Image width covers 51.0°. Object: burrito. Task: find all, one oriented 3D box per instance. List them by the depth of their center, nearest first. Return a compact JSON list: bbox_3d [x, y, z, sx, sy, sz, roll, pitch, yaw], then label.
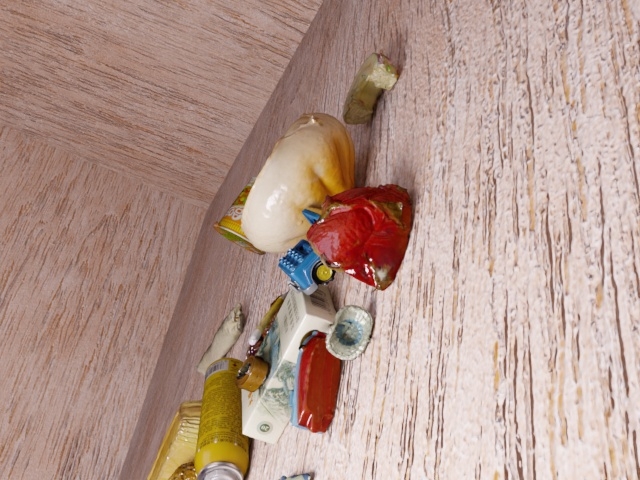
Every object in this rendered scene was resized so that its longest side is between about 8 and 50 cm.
[{"bbox_3d":[-0.272,0.282,1.848,0.275,0.059,0.082,-56,12,34],"label":"burrito"}]

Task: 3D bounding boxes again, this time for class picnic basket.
[{"bbox_3d":[0.045,0.135,0.985,0.083,0.065,0.083,-64,-7,-6],"label":"picnic basket"}]

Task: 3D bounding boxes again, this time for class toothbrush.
[{"bbox_3d":[-0.088,0.127,1.321,0.021,0.024,0.288,-61,-4,26],"label":"toothbrush"}]

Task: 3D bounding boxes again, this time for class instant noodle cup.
[{"bbox_3d":[-0.194,-0.078,1.940,0.185,0.168,0.168,-62,14,-13],"label":"instant noodle cup"}]

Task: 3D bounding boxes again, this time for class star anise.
[{"bbox_3d":[-0.095,0.188,1.389,0.168,0.057,0.168,-50,18,23],"label":"star anise"}]

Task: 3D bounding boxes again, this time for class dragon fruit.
[{"bbox_3d":[0.070,-0.022,1.012,0.161,0.120,0.127,-61,21,4],"label":"dragon fruit"}]

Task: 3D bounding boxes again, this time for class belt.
[{"bbox_3d":[-0.121,0.232,1.177,0.083,0.036,0.059,-40,29,54],"label":"belt"}]

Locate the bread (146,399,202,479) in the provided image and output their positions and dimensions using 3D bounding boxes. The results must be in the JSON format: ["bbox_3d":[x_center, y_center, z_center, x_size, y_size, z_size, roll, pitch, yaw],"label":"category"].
[{"bbox_3d":[-0.320,0.512,1.560,0.288,0.119,0.152,-65,18,11],"label":"bread"}]

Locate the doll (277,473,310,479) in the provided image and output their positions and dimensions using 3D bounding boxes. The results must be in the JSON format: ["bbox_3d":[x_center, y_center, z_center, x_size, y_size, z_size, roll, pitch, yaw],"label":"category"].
[{"bbox_3d":[-0.043,0.367,0.999,0.125,0.027,0.037,-45,19,55],"label":"doll"}]

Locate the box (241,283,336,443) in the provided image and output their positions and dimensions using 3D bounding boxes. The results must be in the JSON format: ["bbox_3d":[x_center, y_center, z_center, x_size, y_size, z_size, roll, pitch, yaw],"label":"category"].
[{"bbox_3d":[-0.061,0.210,1.208,0.257,0.069,0.164,-63,16,15],"label":"box"}]

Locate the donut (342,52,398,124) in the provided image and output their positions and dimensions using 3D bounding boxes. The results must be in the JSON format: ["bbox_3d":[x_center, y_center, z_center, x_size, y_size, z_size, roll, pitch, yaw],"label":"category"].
[{"bbox_3d":[0.107,-0.325,1.417,0.166,0.065,0.108,-55,19,41],"label":"donut"}]

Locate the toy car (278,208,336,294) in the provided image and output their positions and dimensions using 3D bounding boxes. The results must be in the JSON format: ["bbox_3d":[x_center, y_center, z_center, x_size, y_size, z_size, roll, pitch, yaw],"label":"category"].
[{"bbox_3d":[0.000,0.000,1.162,0.191,0.100,0.097,-46,21,-6],"label":"toy car"}]

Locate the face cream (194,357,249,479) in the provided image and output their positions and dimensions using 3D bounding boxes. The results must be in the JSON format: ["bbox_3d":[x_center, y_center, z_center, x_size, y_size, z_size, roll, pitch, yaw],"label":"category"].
[{"bbox_3d":[-0.193,0.380,1.349,0.105,0.105,0.349,-61,17,21],"label":"face cream"}]

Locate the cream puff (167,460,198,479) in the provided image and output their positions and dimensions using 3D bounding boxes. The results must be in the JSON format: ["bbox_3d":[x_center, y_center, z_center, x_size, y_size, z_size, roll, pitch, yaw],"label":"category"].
[{"bbox_3d":[-0.272,0.525,1.410,0.144,0.103,0.126,-24,44,60],"label":"cream puff"}]

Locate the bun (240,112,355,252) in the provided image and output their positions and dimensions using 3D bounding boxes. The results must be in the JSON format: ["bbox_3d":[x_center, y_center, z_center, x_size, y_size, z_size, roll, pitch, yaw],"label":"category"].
[{"bbox_3d":[-0.019,-0.098,1.300,0.299,0.164,0.299,-62,-4,-7],"label":"bun"}]

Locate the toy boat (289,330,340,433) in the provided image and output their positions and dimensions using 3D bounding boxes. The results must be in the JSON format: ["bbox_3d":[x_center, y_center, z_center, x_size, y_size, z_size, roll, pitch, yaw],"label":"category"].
[{"bbox_3d":[-0.010,0.214,1.029,0.058,0.069,0.173,-36,38,48],"label":"toy boat"}]
